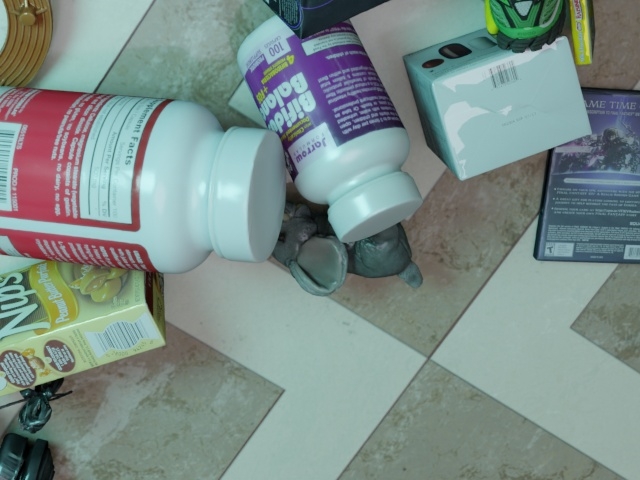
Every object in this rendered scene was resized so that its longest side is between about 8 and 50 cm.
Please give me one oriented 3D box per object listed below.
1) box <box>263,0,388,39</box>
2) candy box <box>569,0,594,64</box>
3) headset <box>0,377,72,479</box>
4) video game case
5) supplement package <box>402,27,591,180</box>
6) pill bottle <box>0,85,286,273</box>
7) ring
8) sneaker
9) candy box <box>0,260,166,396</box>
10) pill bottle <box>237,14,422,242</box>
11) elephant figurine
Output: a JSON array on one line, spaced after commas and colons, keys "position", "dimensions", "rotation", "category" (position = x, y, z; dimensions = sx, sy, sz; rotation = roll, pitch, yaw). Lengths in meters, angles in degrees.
[{"position": [0.046, -0.404, 1.540], "dimensions": [0.270, 0.143, 0.165], "rotation": [-27, 146, -21], "category": "box"}, {"position": [0.365, -0.319, 1.658], "dimensions": [0.027, 0.206, 0.105], "rotation": [-2, 111, 15], "category": "candy box"}, {"position": [-0.504, 0.335, 1.760], "dimensions": [0.243, 0.185, 0.394], "rotation": [36, 111, -18], "category": "headset"}, {"position": [0.442, -0.097, 1.837], "dimensions": [0.196, 0.026, 0.274], "rotation": [2, 107, -9], "category": "video game case"}, {"position": [0.242, -0.206, 1.676], "dimensions": [0.194, 0.203, 0.149], "rotation": [-19, 110, -2], "category": "supplement package"}, {"position": [-0.263, -0.077, 1.564], "dimensions": [0.408, 0.229, 0.229], "rotation": [6, 109, 13], "category": "pill bottle"}, {"position": [-0.521, -0.286, 1.553], "dimensions": [0.337, 0.032, 0.336], "rotation": [-5, 137, -5], "category": "ring"}, {"position": [0.273, -0.427, 1.567], "dimensions": [0.134, 0.343, 0.146], "rotation": [-4, 153, 8], "category": "sneaker"}, {"position": [-0.381, 0.110, 1.682], "dimensions": [0.316, 0.183, 0.087], "rotation": [-17, 124, 3], "category": "candy box"}, {"position": [0.018, -0.156, 1.613], "dimensions": [0.169, 0.169, 0.301], "rotation": [-26, 78, 1], "category": "pill bottle"}, {"position": [0.000, 0.000, 1.754], "dimensions": [0.239, 0.169, 0.186], "rotation": [-20, 66, 9], "category": "elephant figurine"}]
